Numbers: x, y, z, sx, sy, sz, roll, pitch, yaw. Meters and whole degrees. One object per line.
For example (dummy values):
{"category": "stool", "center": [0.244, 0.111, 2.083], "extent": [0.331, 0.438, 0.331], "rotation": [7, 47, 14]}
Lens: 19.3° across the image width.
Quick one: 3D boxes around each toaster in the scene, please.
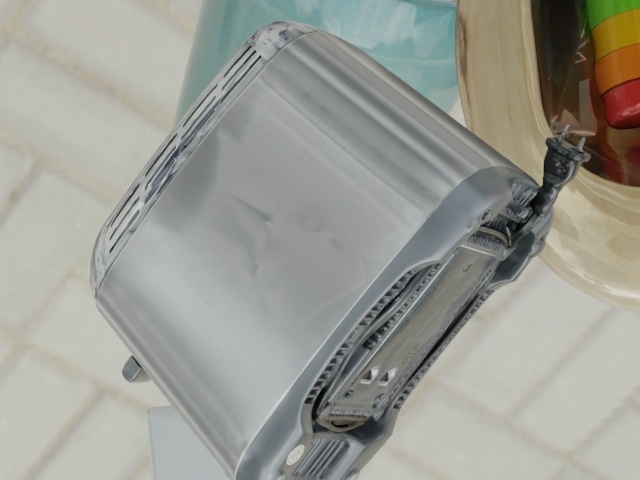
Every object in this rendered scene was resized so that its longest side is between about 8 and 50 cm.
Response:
{"category": "toaster", "center": [0.000, 0.000, 0.876], "extent": [0.227, 0.146, 0.129], "rotation": [-52, 159, 11]}

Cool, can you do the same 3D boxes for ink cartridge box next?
{"category": "ink cartridge box", "center": [-0.100, 0.294, 2.102], "extent": [0.171, 0.168, 0.232], "rotation": [-7, 155, -6]}

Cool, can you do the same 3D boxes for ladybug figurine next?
{"category": "ladybug figurine", "center": [0.265, -0.143, 1.515], "extent": [0.305, 0.449, 0.162], "rotation": [-4, 159, 9]}

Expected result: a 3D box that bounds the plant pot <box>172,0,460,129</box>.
{"category": "plant pot", "center": [0.015, -0.205, 1.884], "extent": [0.341, 0.341, 0.334], "rotation": [11, 128, -14]}
